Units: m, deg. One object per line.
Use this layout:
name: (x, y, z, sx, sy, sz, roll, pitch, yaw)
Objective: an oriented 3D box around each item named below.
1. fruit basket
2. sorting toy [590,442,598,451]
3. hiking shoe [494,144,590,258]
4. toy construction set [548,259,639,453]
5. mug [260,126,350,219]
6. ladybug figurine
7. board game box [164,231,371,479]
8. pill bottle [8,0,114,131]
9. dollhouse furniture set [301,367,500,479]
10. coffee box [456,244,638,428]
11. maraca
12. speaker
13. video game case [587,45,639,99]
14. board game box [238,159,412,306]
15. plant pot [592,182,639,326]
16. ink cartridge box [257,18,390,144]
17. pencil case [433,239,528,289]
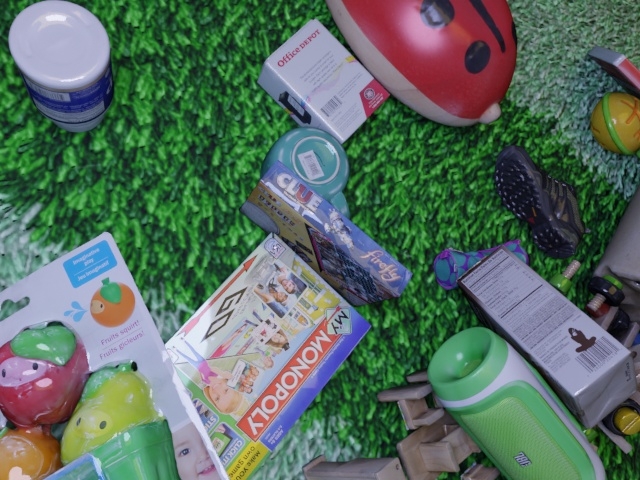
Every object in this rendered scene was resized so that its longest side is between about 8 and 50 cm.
fruit basket: (-0.320, 0.212, 0.657, 0.327, 0.165, 0.353, -30, 82, -2)
sorting toy: (0.445, 0.383, 0.973, 0.062, 0.012, 0.083, 32, 71, -10)
hiking shoe: (0.402, -0.081, 1.027, 0.114, 0.086, 0.227, -37, 98, -34)
toy construction set: (0.502, 0.240, 0.945, 0.309, 0.257, 0.237, 41, 87, -30)
mug: (-0.009, -0.104, 0.878, 0.157, 0.097, 0.130, 21, 73, -13)
ladybug figurine: (0.181, -0.398, 0.951, 0.305, 0.162, 0.449, -37, 91, -29)
board game box: (-0.101, 0.172, 0.821, 0.213, 0.046, 0.317, 43, 70, -5)
pill bottle: (-0.332, -0.216, 0.747, 0.112, 0.186, 0.112, 4, 78, -17)
dollhouse furniture set: (0.123, 0.330, 0.838, 0.242, 0.161, 0.212, -16, 84, -42)
coffee box: (0.331, 0.137, 0.842, 0.098, 0.246, 0.141, -39, 134, 0)
maraca: (0.593, -0.223, 1.103, 0.185, 0.099, 0.127, 9, 74, -42)
speaker: (0.281, 0.263, 0.800, 0.131, 0.131, 0.296, -46, 106, -20)
video game case: (0.645, -0.264, 1.092, 0.285, 0.204, 0.025, 40, 115, -6)
board game box: (0.000, 0.000, 0.825, 0.243, 0.165, 0.042, 40, 70, -7)
plant pot: (0.653, 0.005, 0.979, 0.334, 0.334, 0.305, 41, 82, -6)
ink cartridge box: (0.004, -0.250, 0.925, 0.175, 0.072, 0.127, 45, 70, -5)
pencil case: (0.273, 0.040, 0.959, 0.151, 0.064, 0.070, -6, 95, -20)
